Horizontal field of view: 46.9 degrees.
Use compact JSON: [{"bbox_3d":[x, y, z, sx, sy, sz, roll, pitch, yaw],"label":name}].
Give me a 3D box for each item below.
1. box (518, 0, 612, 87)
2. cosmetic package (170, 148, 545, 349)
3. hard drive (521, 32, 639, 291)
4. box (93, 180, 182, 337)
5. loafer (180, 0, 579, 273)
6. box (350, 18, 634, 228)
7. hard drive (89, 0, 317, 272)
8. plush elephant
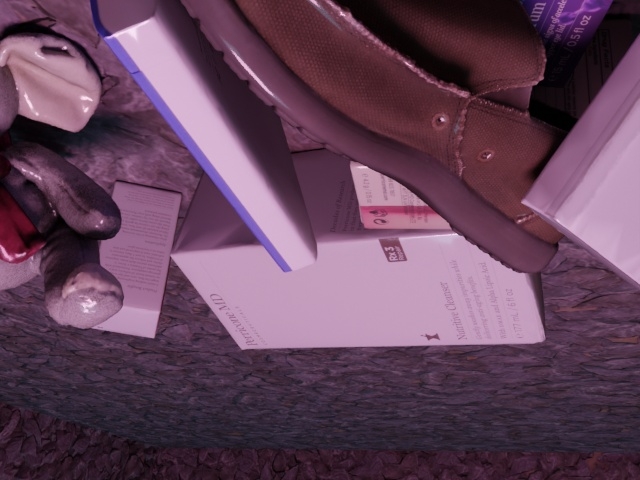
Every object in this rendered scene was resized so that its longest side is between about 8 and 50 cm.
[{"bbox_3d":[0.088,-0.197,0.502,0.207,0.108,0.153,4,156,1],"label":"box"},{"bbox_3d":[0.051,0.011,0.868,0.385,0.156,0.217,-7,138,22],"label":"cosmetic package"},{"bbox_3d":[0.281,-0.109,0.482,0.203,0.307,0.040,27,-171,-39],"label":"hard drive"},{"bbox_3d":[-0.249,0.029,0.994,0.091,0.170,0.130,11,156,-12],"label":"box"},{"bbox_3d":[0.059,-0.110,0.458,0.366,0.133,0.130,29,110,-38],"label":"loafer"},{"bbox_3d":[0.150,-0.098,0.659,0.233,0.148,0.126,2,156,10],"label":"box"},{"bbox_3d":[-0.084,-0.130,0.566,0.040,0.210,0.318,-20,151,6],"label":"hard drive"},{"bbox_3d":[-0.346,-0.074,0.724,0.272,0.329,0.255,-11,131,4],"label":"plush elephant"}]
